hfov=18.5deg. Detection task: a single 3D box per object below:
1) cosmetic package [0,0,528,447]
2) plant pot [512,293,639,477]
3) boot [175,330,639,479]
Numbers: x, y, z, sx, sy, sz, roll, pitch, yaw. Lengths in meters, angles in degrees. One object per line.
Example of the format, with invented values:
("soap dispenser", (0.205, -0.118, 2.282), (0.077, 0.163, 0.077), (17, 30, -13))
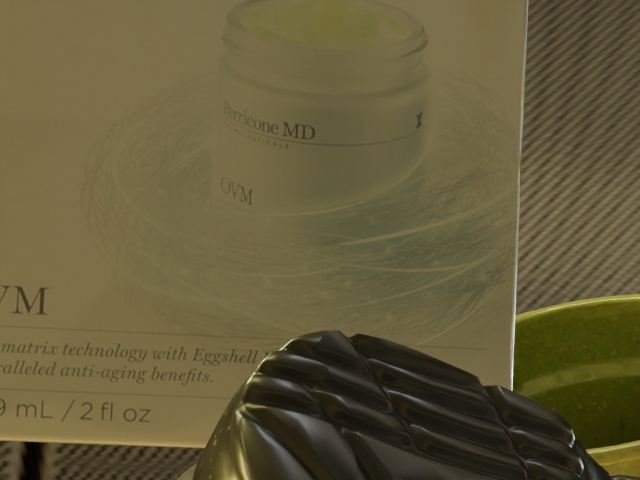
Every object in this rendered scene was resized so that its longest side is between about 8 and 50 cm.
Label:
("cosmetic package", (-0.042, -0.031, 0.784), (0.224, 0.138, 0.224), (3, -94, -9))
("plant pot", (0.218, 0.206, 1.429), (0.276, 0.276, 0.254), (-19, -70, -19))
("boot", (0.046, 0.120, 0.417), (0.246, 0.161, 0.083), (25, -143, -19))
